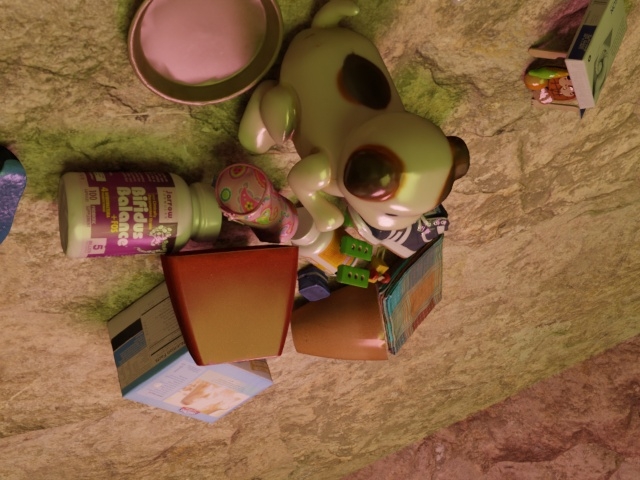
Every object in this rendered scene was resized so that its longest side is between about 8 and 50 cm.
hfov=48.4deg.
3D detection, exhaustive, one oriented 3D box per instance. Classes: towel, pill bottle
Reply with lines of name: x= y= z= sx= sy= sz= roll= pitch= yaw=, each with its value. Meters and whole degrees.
towel: x=0.274 y=0.157 z=2.069 sx=0.271 sy=0.040 sz=0.370 roll=-46 pitch=149 yaw=-21
pill bottle: x=-0.360 y=-0.054 z=1.433 sx=0.302 sy=0.169 sz=0.169 roll=-3 pitch=139 yaw=-27
pill bottle: x=0.000 y=0.000 z=1.749 sx=0.118 sy=0.117 sz=0.208 roll=-35 pitch=142 yaw=15

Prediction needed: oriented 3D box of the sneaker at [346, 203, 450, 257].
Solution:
sneaker: x=0.180 y=-0.053 z=1.563 sx=0.153 sy=0.099 sz=0.282 roll=-33 pitch=150 yaw=22

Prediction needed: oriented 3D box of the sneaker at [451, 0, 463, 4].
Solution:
sneaker: x=0.351 y=-0.519 z=1.332 sx=0.263 sy=0.099 sz=0.121 roll=-14 pitch=151 yaw=-1

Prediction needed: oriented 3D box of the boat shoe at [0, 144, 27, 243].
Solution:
boat shoe: x=-0.625 y=-0.067 z=1.344 sx=0.258 sy=0.089 sz=0.109 roll=-47 pitch=151 yaw=20

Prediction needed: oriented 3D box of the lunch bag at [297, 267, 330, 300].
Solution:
lunch bag: x=-0.022 y=0.113 z=1.924 sx=0.067 sy=0.065 sz=0.098 roll=-19 pitch=148 yaw=19

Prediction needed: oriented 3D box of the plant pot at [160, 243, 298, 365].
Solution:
plant pot: x=-0.198 y=0.135 z=1.549 sx=0.268 sy=0.235 sz=0.267 roll=-4 pitch=-179 yaw=-16

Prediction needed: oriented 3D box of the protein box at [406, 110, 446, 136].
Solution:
protein box: x=0.174 y=-0.171 z=1.616 sx=0.200 sy=0.136 sz=0.201 roll=15 pitch=128 yaw=-42

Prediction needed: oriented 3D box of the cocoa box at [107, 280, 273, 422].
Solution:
cocoa box: x=-0.329 y=0.293 z=1.834 sx=0.231 sy=0.228 sz=0.347 roll=-35 pitch=142 yaw=15

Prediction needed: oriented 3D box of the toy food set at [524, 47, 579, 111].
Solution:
toy food set: x=0.530 y=-0.350 z=1.619 sx=0.038 sy=0.133 sz=0.192 roll=-64 pitch=151 yaw=-23

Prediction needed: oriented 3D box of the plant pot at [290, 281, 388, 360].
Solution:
plant pot: x=0.049 y=0.237 z=2.014 sx=0.255 sy=0.237 sz=0.237 roll=-9 pitch=144 yaw=4

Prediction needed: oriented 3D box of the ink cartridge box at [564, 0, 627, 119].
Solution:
ink cartridge box: x=0.604 y=-0.407 z=1.539 sx=0.224 sy=0.045 sz=0.223 roll=44 pitch=68 yaw=-53

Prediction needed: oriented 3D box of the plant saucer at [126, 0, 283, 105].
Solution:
plant saucer: x=-0.202 y=-0.358 z=1.253 sx=0.278 sy=0.041 sz=0.277 roll=-16 pitch=142 yaw=-13

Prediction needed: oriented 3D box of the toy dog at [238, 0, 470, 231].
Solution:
toy dog: x=0.089 y=-0.193 z=1.297 sx=0.285 sy=0.408 sz=0.395 roll=-5 pitch=133 yaw=-35

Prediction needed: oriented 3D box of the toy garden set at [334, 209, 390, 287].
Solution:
toy garden set: x=0.110 y=-0.007 z=1.758 sx=0.049 sy=0.244 sz=0.204 roll=4 pitch=173 yaw=39

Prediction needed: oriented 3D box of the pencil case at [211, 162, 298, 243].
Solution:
pencil case: x=-0.133 y=-0.072 z=1.516 sx=0.124 sy=0.124 sz=0.284 roll=-28 pitch=165 yaw=5
